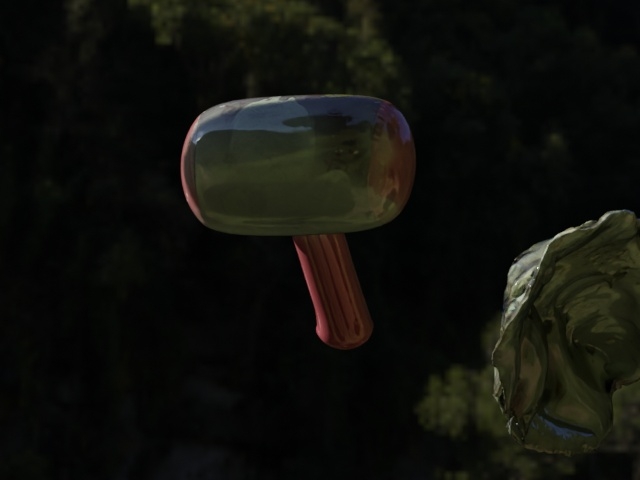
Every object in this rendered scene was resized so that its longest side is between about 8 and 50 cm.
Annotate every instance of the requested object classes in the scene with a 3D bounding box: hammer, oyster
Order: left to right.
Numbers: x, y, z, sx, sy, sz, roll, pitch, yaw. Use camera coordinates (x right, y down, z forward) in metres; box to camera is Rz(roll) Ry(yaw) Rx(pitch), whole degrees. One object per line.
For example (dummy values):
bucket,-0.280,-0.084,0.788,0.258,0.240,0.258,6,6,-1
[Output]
hammer,0.000,0.000,0.402,0.052,0.031,0.083,1,-39,15
oyster,0.166,0.054,1.059,0.087,0.199,0.252,30,25,25
